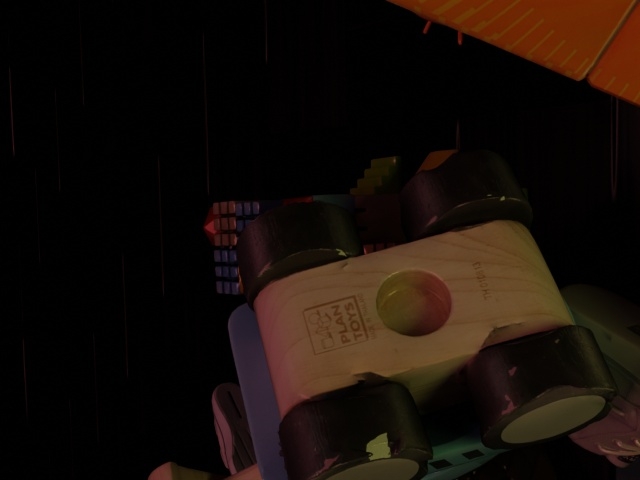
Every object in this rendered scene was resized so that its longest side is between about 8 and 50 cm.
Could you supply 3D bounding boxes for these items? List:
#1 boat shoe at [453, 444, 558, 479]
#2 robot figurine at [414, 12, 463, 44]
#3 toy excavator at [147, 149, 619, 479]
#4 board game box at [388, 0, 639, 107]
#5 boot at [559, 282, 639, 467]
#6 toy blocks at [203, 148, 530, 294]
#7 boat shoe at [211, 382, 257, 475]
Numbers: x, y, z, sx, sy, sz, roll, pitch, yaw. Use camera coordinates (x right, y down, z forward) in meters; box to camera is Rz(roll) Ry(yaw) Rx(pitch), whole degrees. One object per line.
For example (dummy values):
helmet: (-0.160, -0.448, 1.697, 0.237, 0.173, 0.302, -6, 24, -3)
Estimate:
boat shoe: (0.141, 0.216, 0.880, 0.324, 0.123, 0.120, 52, 163, 41)
robot figurine: (0.143, -0.309, 0.795, 0.158, 0.128, 0.219, 19, 110, 23)
toy excavator: (0.015, 0.174, 0.765, 0.445, 0.433, 0.222, 80, 173, -57)
board game box: (0.199, -0.305, 0.406, 0.356, 0.356, 0.356, -83, 16, -52)
boot: (0.287, 0.147, 0.686, 0.258, 0.095, 0.123, 45, 135, 53)
toy blocks: (0.000, 0.000, 0.910, 0.381, 0.261, 0.190, 0, 93, 55)
boat shoe: (-0.115, 0.330, 1.278, 0.226, 0.083, 0.075, -116, 28, -45)
